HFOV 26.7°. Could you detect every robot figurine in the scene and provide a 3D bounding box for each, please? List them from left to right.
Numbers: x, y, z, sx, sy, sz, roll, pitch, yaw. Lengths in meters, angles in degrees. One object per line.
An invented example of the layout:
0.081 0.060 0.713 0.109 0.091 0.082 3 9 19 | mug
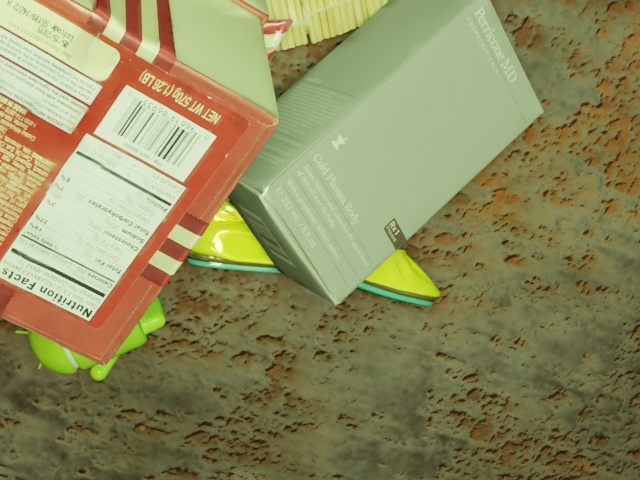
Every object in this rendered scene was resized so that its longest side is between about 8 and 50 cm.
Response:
-0.188 0.068 1.105 0.115 0.067 0.101 -23 125 -3 | robot figurine

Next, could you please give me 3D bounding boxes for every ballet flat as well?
0.000 0.000 1.123 0.231 0.077 0.077 11 93 -16 | ballet flat

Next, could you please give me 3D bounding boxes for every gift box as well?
-0.164 -0.114 0.924 0.255 0.258 0.276 33 110 -23 | gift box

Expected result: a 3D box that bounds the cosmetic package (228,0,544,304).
0.045 -0.081 1.040 0.238 0.107 0.127 -43 123 -12 | cosmetic package

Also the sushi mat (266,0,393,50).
-0.040 -0.297 1.010 0.151 0.019 0.316 -15 116 -8 | sushi mat
